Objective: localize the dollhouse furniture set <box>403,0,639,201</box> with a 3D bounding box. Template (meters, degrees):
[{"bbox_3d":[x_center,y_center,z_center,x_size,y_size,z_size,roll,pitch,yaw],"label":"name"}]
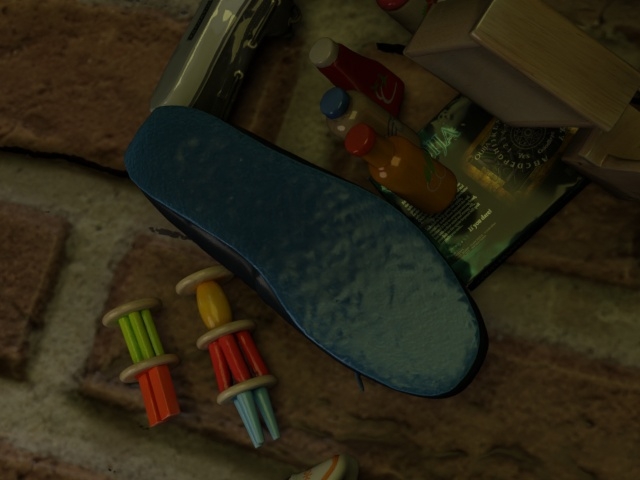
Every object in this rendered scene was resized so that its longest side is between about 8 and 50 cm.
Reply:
[{"bbox_3d":[0.229,-0.245,1.000,0.303,0.174,0.355,34,87,-14],"label":"dollhouse furniture set"}]

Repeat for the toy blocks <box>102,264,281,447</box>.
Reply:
[{"bbox_3d":[-0.102,0.110,1.163,0.123,0.054,0.148,-24,74,9],"label":"toy blocks"}]

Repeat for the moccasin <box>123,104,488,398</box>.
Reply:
[{"bbox_3d":[0.000,0.000,1.128,0.342,0.117,0.137,41,89,22],"label":"moccasin"}]

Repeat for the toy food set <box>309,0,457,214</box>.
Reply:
[{"bbox_3d":[0.062,-0.145,1.116,0.111,0.104,0.232,1,68,43],"label":"toy food set"}]

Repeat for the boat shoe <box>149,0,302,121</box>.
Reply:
[{"bbox_3d":[-0.058,-0.187,1.202,0.076,0.080,0.228,30,88,-23],"label":"boat shoe"}]

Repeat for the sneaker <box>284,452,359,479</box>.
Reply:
[{"bbox_3d":[0.064,0.299,1.042,0.127,0.126,0.321,-44,70,9],"label":"sneaker"}]

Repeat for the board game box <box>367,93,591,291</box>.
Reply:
[{"bbox_3d":[0.146,-0.068,1.145,0.186,0.026,0.126,-43,71,4],"label":"board game box"}]
